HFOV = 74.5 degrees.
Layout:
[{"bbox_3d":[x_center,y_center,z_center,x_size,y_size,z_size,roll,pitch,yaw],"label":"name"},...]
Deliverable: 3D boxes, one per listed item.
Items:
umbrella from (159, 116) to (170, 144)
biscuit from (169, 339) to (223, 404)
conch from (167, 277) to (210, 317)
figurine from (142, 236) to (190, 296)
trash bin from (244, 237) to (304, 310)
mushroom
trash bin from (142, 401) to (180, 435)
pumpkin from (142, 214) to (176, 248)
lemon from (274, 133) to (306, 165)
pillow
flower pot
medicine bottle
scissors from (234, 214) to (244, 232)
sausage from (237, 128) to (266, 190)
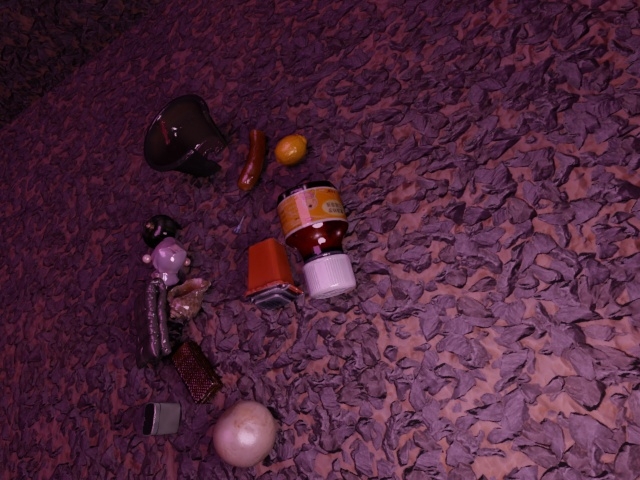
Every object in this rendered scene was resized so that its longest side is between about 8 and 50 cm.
[{"bbox_3d":[-0.681,-0.479,1.839,0.027,0.025,0.165,-22,64,-1],"label":"umbrella"},{"bbox_3d":[-0.482,0.501,1.624,0.106,0.070,0.252,-48,57,3],"label":"biscuit"},{"bbox_3d":[-0.546,0.229,1.727,0.155,0.130,0.207,36,71,8],"label":"conch"},{"bbox_3d":[-0.658,0.112,1.803,0.133,0.200,0.275,54,129,48],"label":"figurine"},{"bbox_3d":[-0.175,0.120,1.563,0.185,0.161,0.238,-20,60,19],"label":"trash bin"},{"bbox_3d":[-0.257,0.650,1.392,0.206,0.206,0.209,47,117,32],"label":"mushroom"},{"bbox_3d":[-0.596,0.670,1.582,0.059,0.130,0.116,-10,67,24],"label":"trash bin"},{"bbox_3d":[-0.743,-0.039,1.935,0.167,0.125,0.167,-1,88,33],"label":"pumpkin"},{"bbox_3d":[-0.121,-0.378,1.750,0.155,0.114,0.114,-39,58,7],"label":"lemon"},{"bbox_3d":[-0.689,0.340,1.712,0.228,0.101,0.326,-36,60,44],"label":"pillow"},{"bbox_3d":[-0.596,-0.444,1.939,0.380,0.251,0.379,-9,70,26],"label":"flower pot"},{"bbox_3d":[0.000,0.000,1.485,0.243,0.242,0.394,-23,76,18],"label":"medicine bottle"},{"bbox_3d":[-0.345,-0.070,1.810,0.036,0.006,0.083,14,78,33],"label":"scissors"},{"bbox_3d":[-0.293,-0.359,1.854,0.103,0.076,0.302,-5,68,34],"label":"sausage"}]
